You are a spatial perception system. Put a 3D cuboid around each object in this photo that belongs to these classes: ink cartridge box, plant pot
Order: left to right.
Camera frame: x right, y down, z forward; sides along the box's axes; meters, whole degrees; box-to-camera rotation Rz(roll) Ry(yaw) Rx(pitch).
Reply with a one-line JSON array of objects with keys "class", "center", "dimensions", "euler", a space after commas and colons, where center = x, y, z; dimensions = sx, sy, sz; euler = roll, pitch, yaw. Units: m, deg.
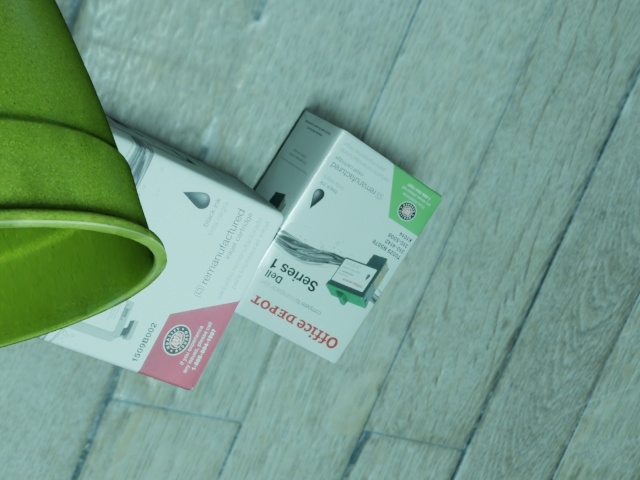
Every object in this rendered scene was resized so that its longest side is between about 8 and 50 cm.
[{"class": "plant pot", "center": [-0.326, -0.113, 0.767], "dimensions": [0.366, 0.366, 0.353], "euler": [-8, 75, -25]}, {"class": "ink cartridge box", "center": [-0.211, -0.004, 1.032], "dimensions": [0.283, 0.117, 0.207], "euler": [25, 96, -33]}, {"class": "ink cartridge box", "center": [0.000, 0.000, 1.161], "dimensions": [0.160, 0.092, 0.219], "euler": [30, 93, -33]}]
